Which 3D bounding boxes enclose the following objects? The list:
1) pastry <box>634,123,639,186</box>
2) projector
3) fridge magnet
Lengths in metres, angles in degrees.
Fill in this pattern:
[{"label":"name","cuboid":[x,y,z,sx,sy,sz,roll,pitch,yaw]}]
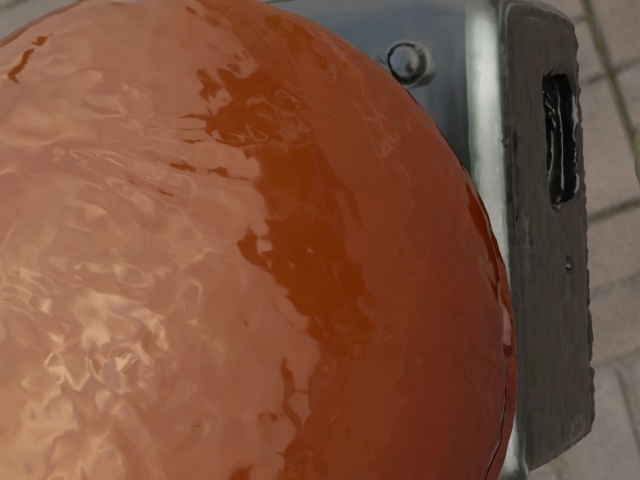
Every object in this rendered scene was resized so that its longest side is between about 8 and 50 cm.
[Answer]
[{"label":"pastry","cuboid":[0.315,-0.068,1.005,0.156,0.156,0.092,-13,48,21]},{"label":"projector","cuboid":[0.000,0.000,1.138,0.405,0.242,0.395,-2,94,27]},{"label":"fridge magnet","cuboid":[-0.053,0.043,0.705,0.155,0.363,0.364,-27,48,57]}]
